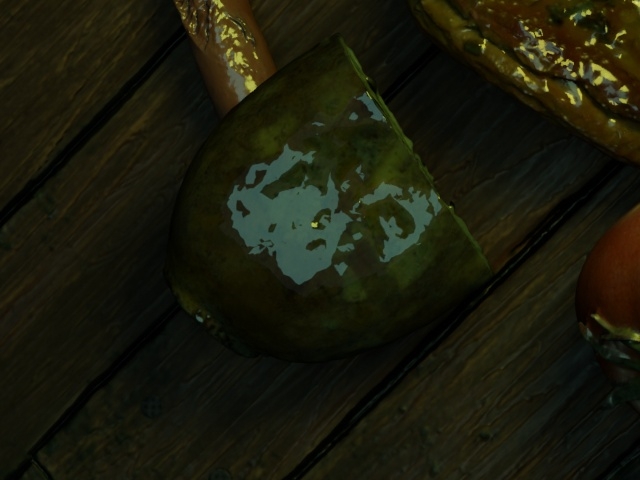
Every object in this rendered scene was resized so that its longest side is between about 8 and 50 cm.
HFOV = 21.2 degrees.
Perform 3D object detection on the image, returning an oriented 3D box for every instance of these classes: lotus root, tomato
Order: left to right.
[{"bbox_3d":[-0.017,-0.003,1.542,0.260,0.149,0.267,-32,109,6],"label":"lotus root"},{"bbox_3d":[0.346,0.063,1.460,0.256,0.256,0.224,39,65,11],"label":"tomato"}]

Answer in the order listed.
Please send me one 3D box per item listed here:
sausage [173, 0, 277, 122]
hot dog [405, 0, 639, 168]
[{"bbox_3d":[-0.078,-0.177,1.647,0.087,0.079,0.326,-20,84,-21],"label":"sausage"},{"bbox_3d":[0.261,-0.214,1.529,0.387,0.174,0.267,32,85,12],"label":"hot dog"}]
